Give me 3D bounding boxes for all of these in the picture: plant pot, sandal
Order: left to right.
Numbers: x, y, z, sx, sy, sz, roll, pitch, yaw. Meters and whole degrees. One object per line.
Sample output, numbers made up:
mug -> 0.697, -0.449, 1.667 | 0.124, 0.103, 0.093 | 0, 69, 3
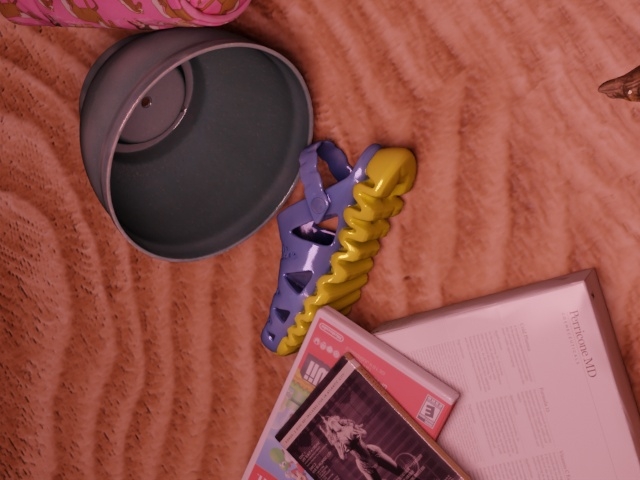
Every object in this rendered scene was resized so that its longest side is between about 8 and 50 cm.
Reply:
plant pot -> -0.184, -0.146, 1.709 | 0.196, 0.293, 0.293 | 39, 117, 41
sandal -> 0.000, 0.000, 1.732 | 0.138, 0.126, 0.317 | 32, 105, 20

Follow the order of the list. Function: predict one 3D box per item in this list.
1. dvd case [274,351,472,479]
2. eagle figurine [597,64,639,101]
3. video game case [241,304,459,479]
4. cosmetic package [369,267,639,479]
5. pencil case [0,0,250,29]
dvd case -> 0.063, 0.267, 1.656 | 0.221, 0.018, 0.164 | 45, 122, 12
eagle figurine -> 0.435, -0.104, 1.418 | 0.298, 0.226, 0.225 | 32, 113, -27
video game case -> 0.030, 0.249, 1.697 | 0.204, 0.025, 0.285 | 33, 117, 19
cosmetic package -> 0.248, 0.252, 1.669 | 0.284, 0.097, 0.377 | -15, 95, 23
pencil case -> -0.252, -0.345, 1.688 | 0.386, 0.167, 0.160 | 7, 114, 40
